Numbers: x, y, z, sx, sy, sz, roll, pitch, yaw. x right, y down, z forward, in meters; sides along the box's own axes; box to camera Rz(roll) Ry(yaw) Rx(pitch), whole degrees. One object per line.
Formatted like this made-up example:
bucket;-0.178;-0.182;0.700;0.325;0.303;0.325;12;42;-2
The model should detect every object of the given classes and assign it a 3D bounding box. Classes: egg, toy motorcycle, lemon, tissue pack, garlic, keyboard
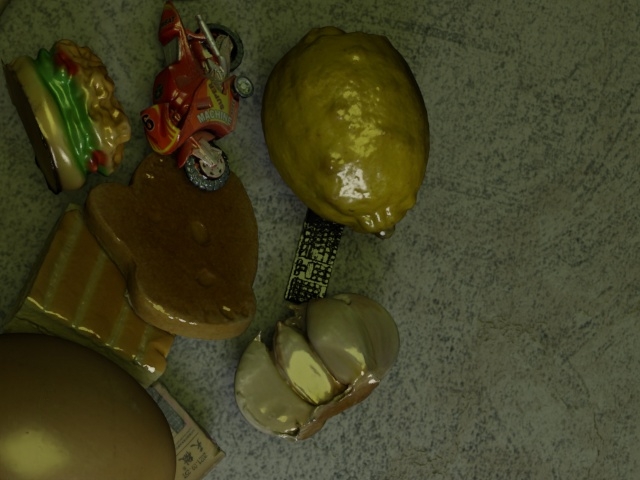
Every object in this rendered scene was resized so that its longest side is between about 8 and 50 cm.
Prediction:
egg;-0.379;0.279;1.439;0.373;0.301;0.301;15;84;-21
toy motorcycle;-0.201;-0.229;1.703;0.171;0.089;0.298;15;67;-28
lemon;0.041;-0.178;1.725;0.285;0.285;0.316;7;102;-19
tissue pack;-0.308;0.344;1.662;0.256;0.123;0.215;-43;103;-14
garlic;-0.007;0.194;1.753;0.281;0.185;0.203;-38;75;3
keyboard;0.000;0.000;1.831;0.072;0.023;0.231;17;83;-16

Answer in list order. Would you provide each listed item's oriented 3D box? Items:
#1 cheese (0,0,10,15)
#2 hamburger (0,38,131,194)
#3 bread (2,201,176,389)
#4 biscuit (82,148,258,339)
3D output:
cheese;-0.525;-0.403;1.598;0.351;0.129;0.328;-5;88;-18
hamburger;-0.370;-0.191;1.606;0.149;0.237;0.237;-25;97;-18
bread;-0.322;0.084;1.617;0.239;0.111;0.246;32;39;-20
biscuit;-0.228;-0.006;1.645;0.287;0.057;0.344;14;50;-27
